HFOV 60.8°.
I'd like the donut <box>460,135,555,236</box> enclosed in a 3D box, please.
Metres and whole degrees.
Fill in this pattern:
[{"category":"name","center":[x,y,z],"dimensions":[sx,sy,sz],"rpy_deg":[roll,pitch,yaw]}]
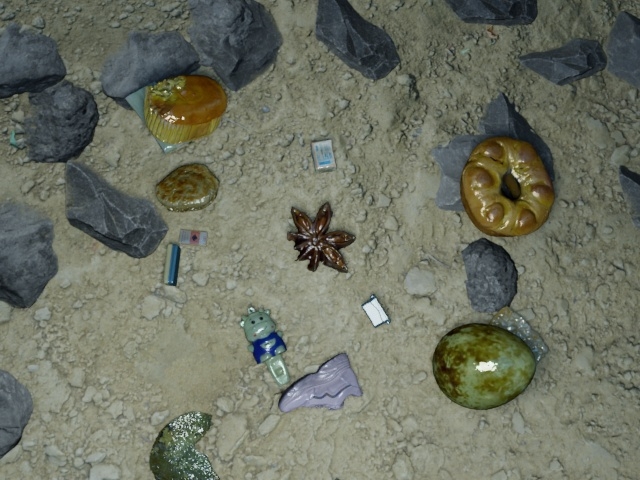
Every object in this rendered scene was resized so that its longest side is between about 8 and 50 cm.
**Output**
[{"category":"donut","center":[0.578,-0.162,1.707],"dimensions":[0.300,0.150,0.317],"rpy_deg":[23,76,1]}]

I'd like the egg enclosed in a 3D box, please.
[{"category":"egg","center":[0.452,0.345,1.517],"dimensions":[0.238,0.290,0.238],"rpy_deg":[24,54,-36]}]

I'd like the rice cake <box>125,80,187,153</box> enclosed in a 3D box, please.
[{"category":"rice cake","center":[-0.504,-0.392,1.733],"dimensions":[0.127,0.043,0.237],"rpy_deg":[-33,83,-10]}]

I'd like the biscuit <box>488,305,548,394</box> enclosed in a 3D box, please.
[{"category":"biscuit","center":[0.591,0.330,1.652],"dimensions":[0.188,0.040,0.265],"rpy_deg":[0,78,-4]}]

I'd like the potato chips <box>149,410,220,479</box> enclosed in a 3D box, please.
[{"category":"potato chips","center":[-0.373,0.592,1.527],"dimensions":[0.202,0.029,0.219],"rpy_deg":[7,79,0]}]

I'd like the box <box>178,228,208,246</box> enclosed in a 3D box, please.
[{"category":"box","center":[-0.390,-0.008,1.670],"dimensions":[0.084,0.012,0.046],"rpy_deg":[6,76,-1]}]

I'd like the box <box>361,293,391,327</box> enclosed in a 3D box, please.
[{"category":"box","center":[0.164,0.215,1.634],"dimensions":[0.054,0.074,0.099],"rpy_deg":[-32,81,4]}]

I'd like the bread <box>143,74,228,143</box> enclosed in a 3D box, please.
[{"category":"bread","center":[-0.409,-0.408,1.664],"dimensions":[0.250,0.133,0.178],"rpy_deg":[-21,79,-32]}]

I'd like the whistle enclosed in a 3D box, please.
[{"category":"whistle","center":[-0.154,0.303,1.575],"dimensions":[0.110,0.092,0.244],"rpy_deg":[-22,78,-19]}]

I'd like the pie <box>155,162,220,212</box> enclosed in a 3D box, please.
[{"category":"pie","center":[-0.405,-0.160,1.673],"dimensions":[0.194,0.079,0.163],"rpy_deg":[-7,68,-5]}]

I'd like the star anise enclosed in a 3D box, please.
[{"category":"star anise","center":[-0.001,-0.007,1.661],"dimensions":[0.215,0.099,0.219],"rpy_deg":[6,72,-17]}]

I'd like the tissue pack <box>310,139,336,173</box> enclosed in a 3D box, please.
[{"category":"tissue pack","center":[0.010,-0.264,1.735],"dimensions":[0.074,0.058,0.094],"rpy_deg":[-9,78,-4]}]

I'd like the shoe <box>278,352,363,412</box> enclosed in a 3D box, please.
[{"category":"shoe","center":[0.002,0.437,1.556],"dimensions":[0.245,0.095,0.137],"rpy_deg":[-30,78,-17]}]

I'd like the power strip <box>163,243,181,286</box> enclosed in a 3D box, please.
[{"category":"power strip","center":[-0.442,0.073,1.625],"dimensions":[0.032,0.056,0.123],"rpy_deg":[4,76,-2]}]
